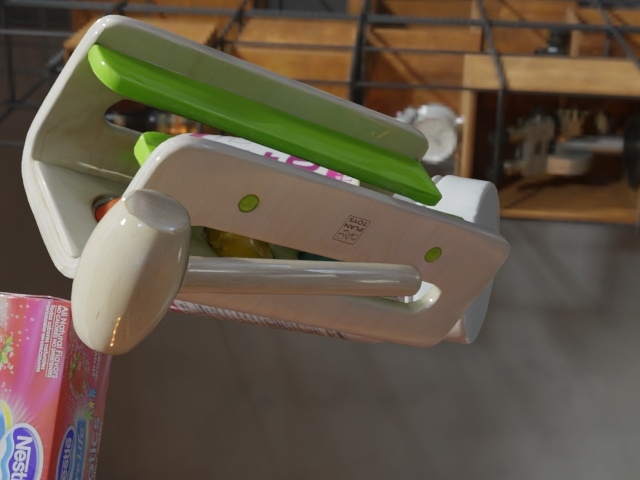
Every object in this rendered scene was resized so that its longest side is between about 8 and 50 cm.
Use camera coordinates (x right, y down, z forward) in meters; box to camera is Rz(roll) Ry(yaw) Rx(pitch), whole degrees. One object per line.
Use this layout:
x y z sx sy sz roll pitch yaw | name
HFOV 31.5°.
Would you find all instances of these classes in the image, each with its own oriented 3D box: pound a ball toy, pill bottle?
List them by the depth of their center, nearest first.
-0.034 0.007 0.652 0.135 0.319 0.208 -53 46 24 | pound a ball toy
0.000 0.000 0.967 0.160 0.283 0.160 7 -90 -72 | pill bottle

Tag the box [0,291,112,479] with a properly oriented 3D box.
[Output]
-0.252 0.174 0.909 0.128 0.123 0.256 61 -145 -78 | box
